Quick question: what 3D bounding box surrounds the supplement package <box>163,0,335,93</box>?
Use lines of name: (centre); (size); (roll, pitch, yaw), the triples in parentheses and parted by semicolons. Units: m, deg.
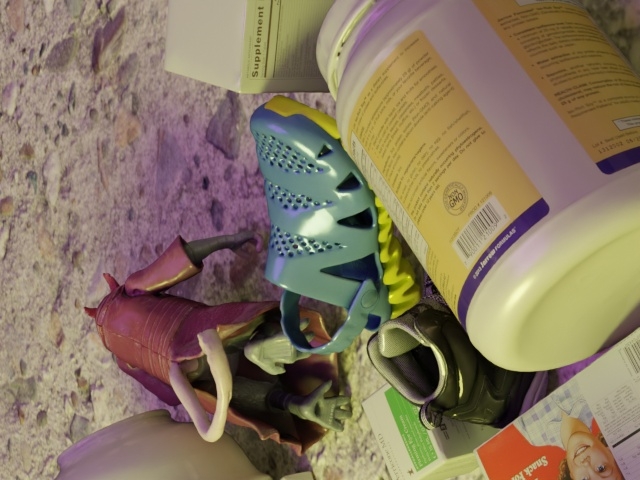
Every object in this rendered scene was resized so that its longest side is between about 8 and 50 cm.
supplement package: (-0.014, -0.222, 1.434); (0.134, 0.244, 0.139); (22, 111, 48)

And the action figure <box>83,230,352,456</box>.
action figure: (-0.154, 0.132, 1.654); (0.370, 0.276, 0.248); (17, 114, 35)

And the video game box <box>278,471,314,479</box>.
video game box: (-0.042, 0.397, 1.704); (0.187, 0.048, 0.205); (-38, 65, 45)

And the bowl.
bowl: (-0.215, 0.285, 1.692); (0.298, 0.298, 0.134); (-41, 70, 46)

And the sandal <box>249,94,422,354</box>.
sandal: (0.000, 0.000, 1.415); (0.126, 0.138, 0.317); (28, 151, 45)

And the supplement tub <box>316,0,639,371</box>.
supplement tub: (0.160, -0.082, 1.234); (0.331, 0.241, 0.241); (59, 135, 29)

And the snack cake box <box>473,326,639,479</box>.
snack cake box: (0.263, 0.187, 1.259); (0.264, 0.089, 0.152); (-46, 61, 44)

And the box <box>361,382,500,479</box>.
box: (0.116, 0.177, 1.433); (0.087, 0.102, 0.101); (-44, 62, 47)

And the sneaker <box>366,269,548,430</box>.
sneaker: (0.117, 0.049, 1.370); (0.101, 0.153, 0.268); (-30, 67, 48)
